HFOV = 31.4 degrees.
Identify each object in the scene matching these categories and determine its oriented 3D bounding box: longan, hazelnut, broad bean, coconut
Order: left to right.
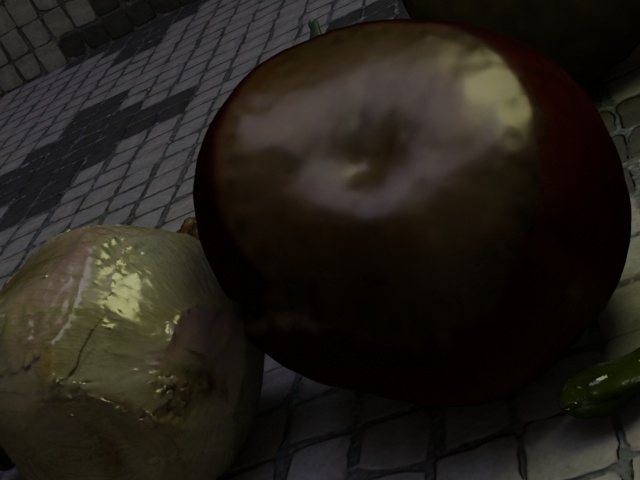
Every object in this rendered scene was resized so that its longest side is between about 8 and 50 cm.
[{"bbox_3d":[-0.194,0.128,1.163,0.255,0.297,0.297,-21,24,39],"label":"coconut"},{"bbox_3d":[0.082,-0.015,1.072,0.409,0.359,0.359,7,41,34],"label":"hazelnut"},{"bbox_3d":[0.291,-0.384,1.514,0.391,0.391,0.391,-24,24,12],"label":"longan"},{"bbox_3d":[0.310,0.082,0.968,0.256,0.052,0.052,-32,-20,-11],"label":"broad bean"}]

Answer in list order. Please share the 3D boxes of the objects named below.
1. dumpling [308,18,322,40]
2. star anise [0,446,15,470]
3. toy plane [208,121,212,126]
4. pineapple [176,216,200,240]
[{"bbox_3d":[0.007,-0.163,1.642,0.270,0.212,0.320,-63,34,13],"label":"dumpling"},{"bbox_3d":[-0.336,0.149,1.390,0.331,0.118,0.332,-56,1,2],"label":"star anise"},{"bbox_3d":[-0.061,-0.204,1.946,0.273,0.107,0.182,-17,15,-6],"label":"toy plane"},{"bbox_3d":[0.000,0.000,1.348,0.361,0.175,0.175,-19,25,19],"label":"pineapple"}]
